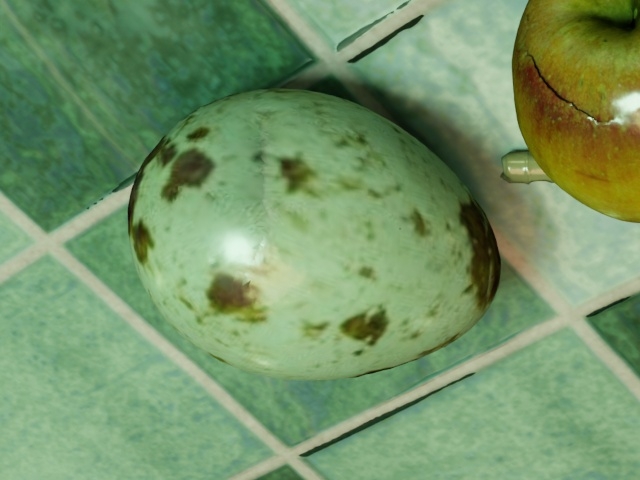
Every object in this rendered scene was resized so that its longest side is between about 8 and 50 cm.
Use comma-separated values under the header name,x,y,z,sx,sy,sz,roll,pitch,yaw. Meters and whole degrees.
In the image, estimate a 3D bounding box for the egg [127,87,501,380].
name,x,y,z,sx,sy,sz,roll,pitch,yaw
egg,0.000,0.000,0.937,0.231,0.169,0.169,12,132,-20

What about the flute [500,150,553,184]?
name,x,y,z,sx,sy,sz,roll,pitch,yaw
flute,0.225,-0.043,0.959,0.233,0.027,0.027,1,130,8

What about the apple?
name,x,y,z,sx,sy,sz,roll,pitch,yaw
apple,0.181,-0.090,0.866,0.146,0.163,0.147,-9,152,32
